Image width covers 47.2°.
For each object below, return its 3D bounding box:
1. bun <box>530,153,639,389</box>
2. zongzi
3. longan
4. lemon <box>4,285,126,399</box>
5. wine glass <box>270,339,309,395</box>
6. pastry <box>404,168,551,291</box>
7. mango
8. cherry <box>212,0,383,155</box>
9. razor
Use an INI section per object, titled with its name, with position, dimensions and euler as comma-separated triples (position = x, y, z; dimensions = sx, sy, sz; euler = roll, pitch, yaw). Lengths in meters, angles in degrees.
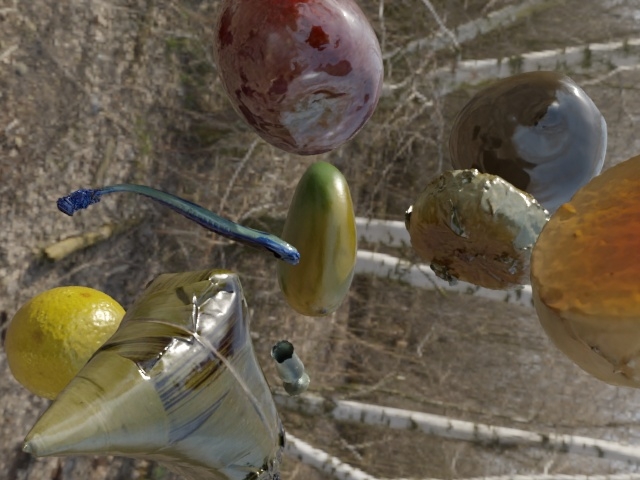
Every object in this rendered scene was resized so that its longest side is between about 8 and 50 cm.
[bun]
position = 0.372, 0.044, 0.751
dimensions = 0.165, 0.298, 0.299
euler = 51, 33, -25
[zongzi]
position = -0.146, 0.203, 0.711
dimensions = 0.300, 0.145, 0.274
euler = -56, 134, -59
[longan]
position = 0.400, -0.181, 1.416
dimensions = 0.297, 0.297, 0.298
euler = 7, 90, -81
[lemon]
position = -0.494, 0.204, 1.468
dimensions = 0.228, 0.253, 0.229
euler = -11, 90, -76
[wine glass]
position = -0.039, 0.162, 0.945
dimensions = 0.042, 0.038, 0.083
euler = -44, 140, -24
[pastry]
position = 0.266, -0.005, 1.218
dimensions = 0.257, 0.235, 0.121
euler = 43, 62, -25
[mango]
position = 0.000, 0.000, 1.190
dimensions = 0.156, 0.114, 0.251
euler = -154, -104, -67
[cherry]
position = -0.028, -0.239, 0.931
dimensions = 0.239, 0.206, 0.239
euler = 52, 27, -41
[razor]
position = -0.180, -0.031, 0.984
dimensions = 0.093, 0.323, 0.056
euler = -70, 175, -76
